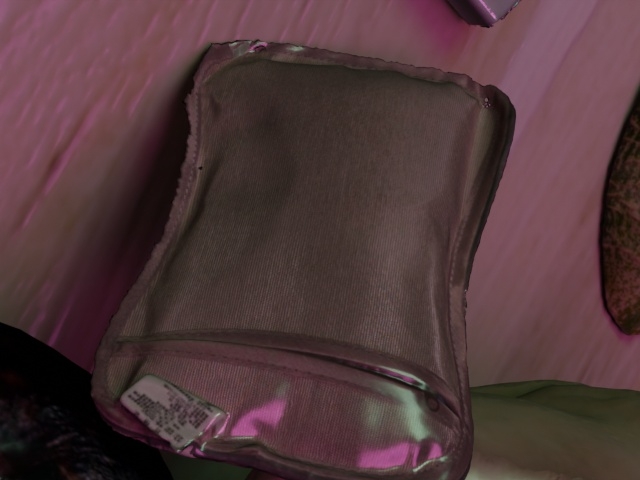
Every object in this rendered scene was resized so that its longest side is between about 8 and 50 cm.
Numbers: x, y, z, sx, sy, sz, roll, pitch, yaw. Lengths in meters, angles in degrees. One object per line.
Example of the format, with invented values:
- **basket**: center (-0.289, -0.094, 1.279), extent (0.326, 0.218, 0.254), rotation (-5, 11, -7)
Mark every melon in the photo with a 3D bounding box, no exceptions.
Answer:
- **melon**: center (0.182, -0.046, 0.865), extent (0.182, 0.054, 0.098), rotation (-50, 134, -10)

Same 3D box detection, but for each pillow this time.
- **pillow**: center (0.000, 0.000, 0.680), extent (0.131, 0.232, 0.038), rotation (10, 132, 2)

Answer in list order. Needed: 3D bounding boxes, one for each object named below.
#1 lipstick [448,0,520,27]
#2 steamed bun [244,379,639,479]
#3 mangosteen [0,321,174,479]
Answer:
- **lipstick**: center (0.042, -0.134, 0.773), extent (0.025, 0.025, 0.107), rotation (-47, 112, -12)
- **steamed bun**: center (0.086, 0.228, 0.763), extent (0.347, 0.237, 0.394), rotation (-21, 96, 14)
- **mangosteen**: center (-0.151, 0.128, 0.636), extent (0.216, 0.216, 0.216), rotation (-7, 104, -27)
